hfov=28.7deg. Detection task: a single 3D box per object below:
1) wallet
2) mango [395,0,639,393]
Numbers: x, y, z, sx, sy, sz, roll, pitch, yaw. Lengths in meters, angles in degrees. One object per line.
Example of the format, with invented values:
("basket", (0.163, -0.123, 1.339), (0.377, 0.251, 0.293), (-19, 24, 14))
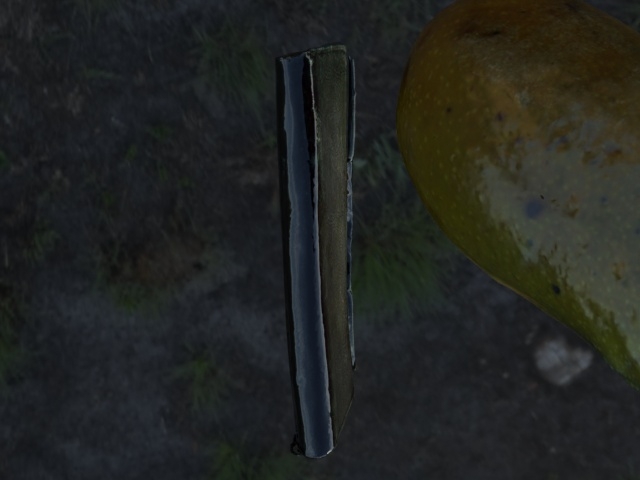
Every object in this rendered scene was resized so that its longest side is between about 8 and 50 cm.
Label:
("wallet", (0.000, 0.000, 1.022), (0.045, 0.172, 0.318), (0, 101, 12))
("mango", (0.173, -0.044, 0.794), (0.175, 0.329, 0.176), (15, 112, -44))
